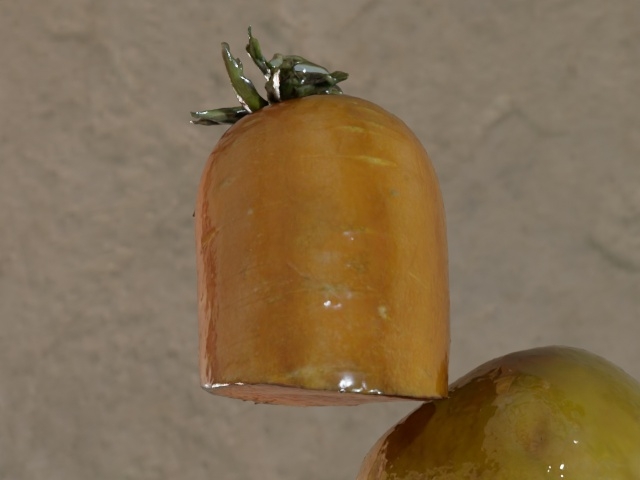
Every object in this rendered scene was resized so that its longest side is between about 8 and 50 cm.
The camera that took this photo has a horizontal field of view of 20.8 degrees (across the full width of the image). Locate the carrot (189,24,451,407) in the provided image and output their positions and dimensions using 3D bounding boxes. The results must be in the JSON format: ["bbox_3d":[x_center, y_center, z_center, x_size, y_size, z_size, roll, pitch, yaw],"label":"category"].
[{"bbox_3d":[0.000,0.000,1.335,0.193,0.214,0.331,1,64,-8],"label":"carrot"}]

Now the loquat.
[{"bbox_3d":[0.166,0.222,1.357,0.276,0.284,0.276,1,93,20],"label":"loquat"}]
